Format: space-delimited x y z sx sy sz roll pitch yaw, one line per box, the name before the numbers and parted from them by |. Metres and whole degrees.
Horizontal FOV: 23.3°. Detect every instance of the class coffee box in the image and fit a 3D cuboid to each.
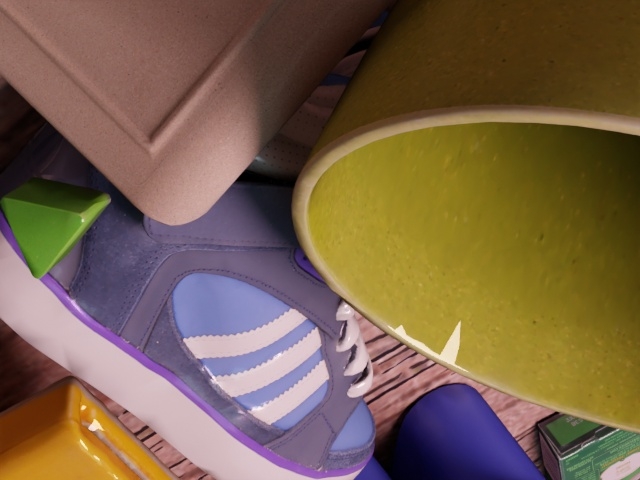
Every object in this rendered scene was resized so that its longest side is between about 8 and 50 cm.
coffee box | 0.231 0.179 1.214 0.113 0.040 0.184 -27 140 -7

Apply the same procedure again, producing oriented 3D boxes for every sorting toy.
sorting toy | -0.068 -0.132 0.612 0.347 0.196 0.047 -47 -178 24

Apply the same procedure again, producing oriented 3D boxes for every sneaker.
sneaker | 0.000 -0.001 0.799 0.236 0.130 0.323 -38 135 13

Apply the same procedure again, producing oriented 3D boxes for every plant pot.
plant pot | 0.161 -0.101 0.673 0.275 0.275 0.293 51 51 -51

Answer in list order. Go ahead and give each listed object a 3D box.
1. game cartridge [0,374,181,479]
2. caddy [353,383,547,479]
game cartridge | -0.186 0.246 0.891 0.324 0.052 0.285 -30 124 13
caddy | 0.046 0.262 1.068 0.241 0.179 0.341 -9 135 -28
